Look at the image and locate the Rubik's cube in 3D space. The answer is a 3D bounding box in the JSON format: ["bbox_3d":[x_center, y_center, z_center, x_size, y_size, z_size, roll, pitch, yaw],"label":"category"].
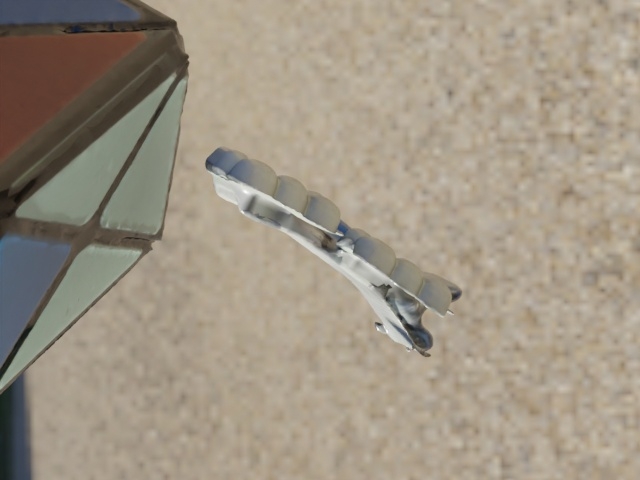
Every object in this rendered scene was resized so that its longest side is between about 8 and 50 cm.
[{"bbox_3d":[-0.267,-0.063,1.452,0.246,0.248,0.250,-45,-19,-36],"label":"Rubik's cube"}]

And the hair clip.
[{"bbox_3d":[0.000,0.000,1.232,0.054,0.220,0.140,-55,31,0],"label":"hair clip"}]
